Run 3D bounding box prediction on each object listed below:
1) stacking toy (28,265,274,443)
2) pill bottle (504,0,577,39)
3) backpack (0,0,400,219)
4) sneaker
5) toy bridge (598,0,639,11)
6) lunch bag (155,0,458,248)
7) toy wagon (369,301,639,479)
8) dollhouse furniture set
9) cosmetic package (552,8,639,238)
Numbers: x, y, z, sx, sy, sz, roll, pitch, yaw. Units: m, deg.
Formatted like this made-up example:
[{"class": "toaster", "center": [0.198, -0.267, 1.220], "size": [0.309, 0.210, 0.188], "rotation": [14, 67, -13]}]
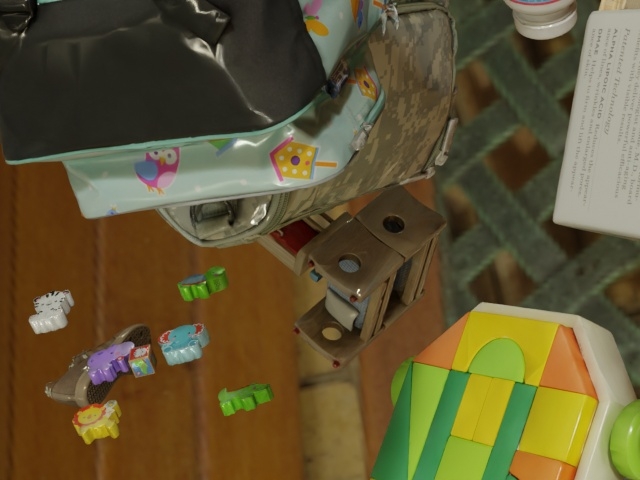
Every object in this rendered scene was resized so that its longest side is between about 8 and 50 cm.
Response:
[{"class": "stacking toy", "center": [-0.176, 0.116, 1.537], "size": [0.052, 0.221, 0.167], "rotation": [-89, 164, -58]}, {"class": "pill bottle", "center": [0.219, -0.285, 1.496], "size": [0.160, 0.087, 0.087], "rotation": [74, 27, -43]}, {"class": "backpack", "center": [-0.046, -0.100, 0.656], "size": [0.144, 0.165, 0.188], "rotation": [65, 32, -28]}, {"class": "sneaker", "center": [-0.285, 0.154, 1.909], "size": [0.188, 0.071, 0.066], "rotation": [-43, 133, -61]}, {"class": "toy bridge", "center": [0.265, -0.202, 1.263], "size": [0.063, 0.026, 0.188], "rotation": [5, 105, -47]}, {"class": "lunch bag", "center": [-0.028, -0.142, 1.142], "size": [0.305, 0.212, 0.256], "rotation": [-24, 101, -57]}, {"class": "toy wagon", "center": [0.115, 0.217, 1.089], "size": [0.068, 0.267, 0.344], "rotation": [27, 78, -32]}, {"class": "dollhouse furniture set", "center": [0.000, 0.000, 1.417], "size": [0.183, 0.129, 0.129], "rotation": [39, 58, 19]}, {"class": "cosmetic package", "center": [0.271, -0.065, 0.970], "size": [0.151, 0.183, 0.151], "rotation": [8, 93, -24]}]
